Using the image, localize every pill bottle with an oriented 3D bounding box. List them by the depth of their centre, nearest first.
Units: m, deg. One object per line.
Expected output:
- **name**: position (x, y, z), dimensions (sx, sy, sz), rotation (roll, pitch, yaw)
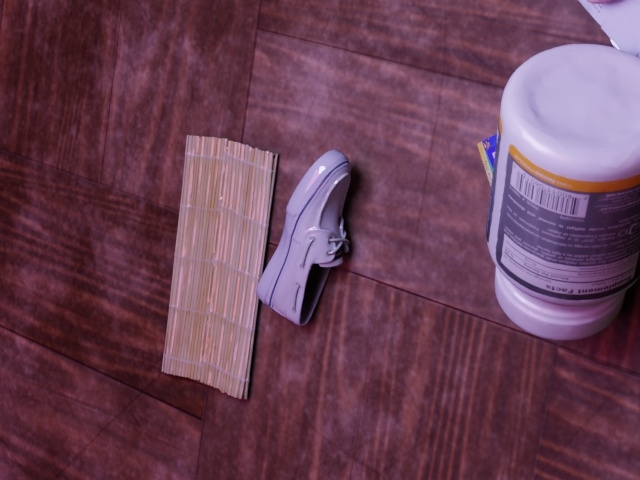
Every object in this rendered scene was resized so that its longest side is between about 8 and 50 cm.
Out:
- **pill bottle**: position (0.241, -0.038, 1.616), dimensions (0.162, 0.162, 0.278), rotation (46, 154, 30)

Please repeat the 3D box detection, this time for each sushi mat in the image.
- **sushi mat**: position (-0.127, 0.030, 2.117), dimensions (0.151, 0.019, 0.317), rotation (17, 104, 42)

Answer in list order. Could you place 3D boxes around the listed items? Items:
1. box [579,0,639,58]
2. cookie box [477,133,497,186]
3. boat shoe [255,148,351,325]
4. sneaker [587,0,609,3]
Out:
- **box**: position (0.356, -0.268, 1.547), dimensions (0.262, 0.126, 0.231), rotation (52, 140, 26)
- **cookie box**: position (0.225, -0.079, 1.773), dimensions (0.107, 0.040, 0.092), rotation (-26, 77, 41)
- **boat shoe**: position (0.000, 0.000, 1.971), dimensions (0.076, 0.083, 0.226), rotation (39, 130, 20)
- **sneaker**: position (0.259, -0.251, 1.520), dimensions (0.134, 0.070, 0.051), rotation (-36, 75, 53)
